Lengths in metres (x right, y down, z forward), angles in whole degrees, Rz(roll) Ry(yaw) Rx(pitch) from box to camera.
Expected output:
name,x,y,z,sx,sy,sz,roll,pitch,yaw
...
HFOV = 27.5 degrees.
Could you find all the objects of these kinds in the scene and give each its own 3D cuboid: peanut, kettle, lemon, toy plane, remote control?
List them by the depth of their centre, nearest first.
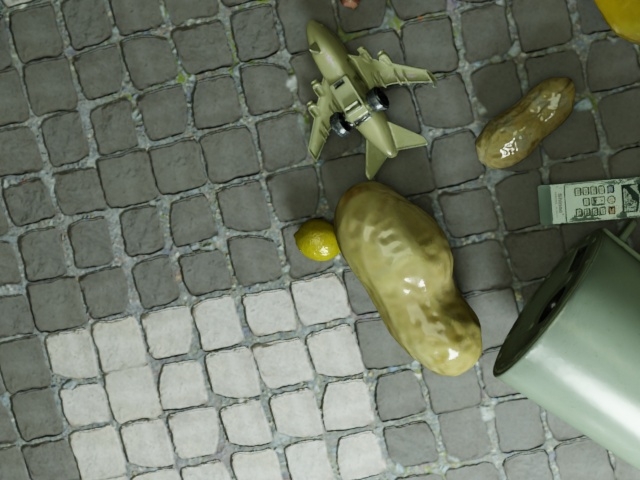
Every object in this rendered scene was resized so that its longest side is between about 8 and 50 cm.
name,x,y,z,sx,sy,sz,roll,pitch,yaw
kettle,0.493,0.151,1.828,0.377,0.250,0.361,36,77,0
peanut,0.295,-0.168,1.868,0.174,0.080,0.080,-42,90,14
remote control,0.398,-0.059,1.894,0.162,0.029,0.061,-4,100,5
toy plane,0.047,-0.215,1.900,0.229,0.092,0.244,-33,95,27
peanut,0.134,0.053,1.900,0.147,0.147,0.319,-31,90,13
lemon,0.000,0.000,1.954,0.083,0.062,0.062,12,101,-6

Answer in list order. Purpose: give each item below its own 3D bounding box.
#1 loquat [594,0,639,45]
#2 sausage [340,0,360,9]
name,x,y,z,sx,sy,sz,roll,pitch,yaw
loquat,0.466,-0.388,1.721,0.276,0.276,0.284,-6,101,10
sausage,0.036,-0.410,1.900,0.035,0.030,0.147,-3,98,12
